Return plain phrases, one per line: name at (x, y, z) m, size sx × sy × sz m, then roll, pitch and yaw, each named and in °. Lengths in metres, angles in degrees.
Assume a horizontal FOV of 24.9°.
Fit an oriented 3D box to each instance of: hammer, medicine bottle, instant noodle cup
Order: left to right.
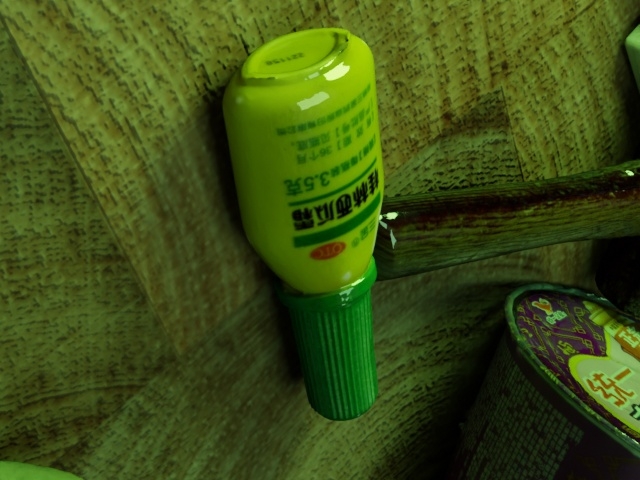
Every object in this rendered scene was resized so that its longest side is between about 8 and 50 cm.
medicine bottle at (0.000, 0.000, 1.009) m, size 0.111 × 0.076 × 0.309 m, roll -26°, pitch 132°, yaw -22°
hammer at (0.197, -0.019, 1.169) m, size 0.409 × 0.095 × 0.242 m, roll -11°, pitch 132°, yaw -34°
instant noodle cup at (0.245, 0.235, 1.228) m, size 0.340 × 0.340 × 0.266 m, roll 6°, pitch 117°, yaw -47°

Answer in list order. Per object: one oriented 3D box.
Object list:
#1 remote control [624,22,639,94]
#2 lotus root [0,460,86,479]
remote control at (0.335, -0.203, 1.250) m, size 0.190 × 0.029 × 0.087 m, roll -47°, pitch 139°, yaw -13°
lotus root at (-0.227, 0.208, 0.867) m, size 0.235 × 0.138 × 0.119 m, roll -5°, pitch 112°, yaw -43°
